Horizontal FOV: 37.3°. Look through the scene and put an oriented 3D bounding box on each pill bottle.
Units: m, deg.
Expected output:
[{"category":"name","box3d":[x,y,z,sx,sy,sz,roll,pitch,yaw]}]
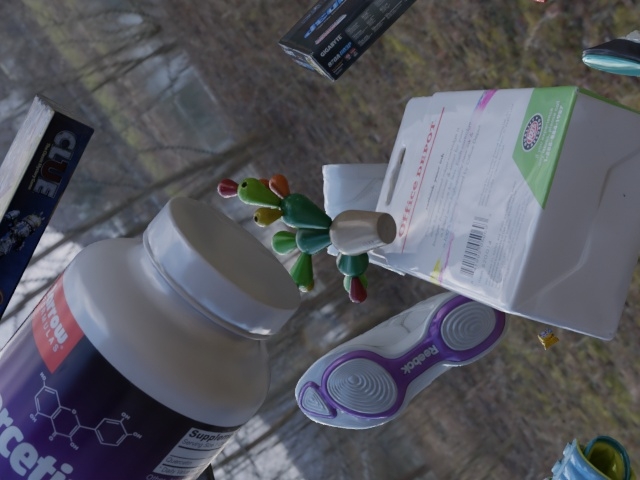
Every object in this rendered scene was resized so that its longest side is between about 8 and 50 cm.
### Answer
[{"category":"pill bottle","box3d":[-0.164,0.126,0.734,0.181,0.323,0.181,38,-166,-11]}]

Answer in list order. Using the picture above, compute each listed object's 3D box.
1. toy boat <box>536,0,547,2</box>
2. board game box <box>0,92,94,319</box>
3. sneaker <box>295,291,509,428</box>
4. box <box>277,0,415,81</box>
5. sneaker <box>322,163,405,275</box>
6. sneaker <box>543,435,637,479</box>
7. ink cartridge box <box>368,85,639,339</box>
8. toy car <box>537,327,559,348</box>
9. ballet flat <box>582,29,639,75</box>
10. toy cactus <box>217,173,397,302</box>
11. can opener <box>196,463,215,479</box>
[{"category":"toy boat","box3d":[0.421,-0.557,1.778,0.148,0.318,0.267,31,144,18]},{"category":"board game box","box3d":[-0.308,-0.022,0.943,0.042,0.243,0.165,26,-176,-26]},{"category":"sneaker","box3d":[0.113,0.158,1.275,0.114,0.305,0.152,63,-174,1]},{"category":"box","box3d":[0.054,-0.311,1.242,0.051,0.220,0.175,45,-179,-24]},{"category":"sneaker","box3d":[0.150,-0.032,1.441,0.108,0.292,0.169,117,153,-89]},{"category":"sneaker","box3d":[0.339,0.364,1.338,0.127,0.208,0.319,24,173,-17]},{"category":"ink cartridge box","box3d":[0.182,-0.042,0.980,0.119,0.207,0.353,15,-177,-20]},{"category":"toy car","box3d":[0.331,0.085,1.305,0.060,0.122,0.040,42,-176,-25]},{"category":"ballet flat","box3d":[0.492,-0.270,1.393,0.203,0.074,0.074,19,159,23]},{"category":"toy cactus","box3d":[0.000,0.000,1.045,0.180,0.112,0.219,-8,130,45]},{"category":"can opener","box3d":[-0.194,0.421,1.714,0.076,0.095,0.283,82,170,-58]}]
